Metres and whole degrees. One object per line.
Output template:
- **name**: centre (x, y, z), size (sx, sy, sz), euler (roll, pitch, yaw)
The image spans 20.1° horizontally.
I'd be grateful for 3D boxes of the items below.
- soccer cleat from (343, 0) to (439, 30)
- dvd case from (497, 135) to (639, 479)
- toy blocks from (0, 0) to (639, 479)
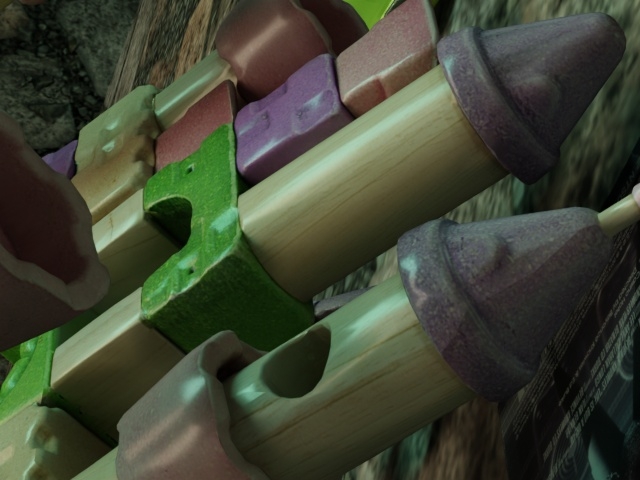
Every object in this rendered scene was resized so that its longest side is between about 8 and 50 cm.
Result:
- **soccer cleat**: centre (0.058, -0.230, 0.971), size (0.121, 0.093, 0.289), euler (20, -99, -72)
- **dvd case**: centre (0.099, 0.059, 0.516), size (0.221, 0.018, 0.164), euler (-90, 20, -56)
- **toy blocks**: centre (0.000, 0.000, 0.613), size (0.260, 0.309, 0.288), euler (-34, 30, 17)
